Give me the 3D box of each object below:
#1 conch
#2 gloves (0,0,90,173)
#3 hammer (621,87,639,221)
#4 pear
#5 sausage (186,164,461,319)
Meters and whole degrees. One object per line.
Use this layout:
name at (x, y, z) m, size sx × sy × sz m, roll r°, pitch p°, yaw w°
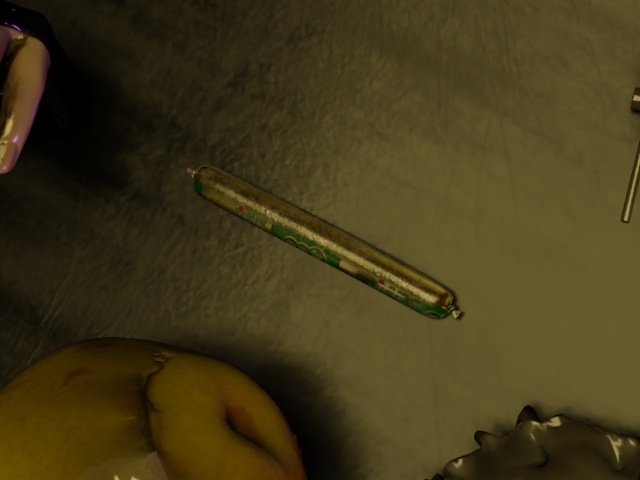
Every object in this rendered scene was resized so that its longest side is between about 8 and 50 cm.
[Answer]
conch at (0.189, 0.260, 1.076) m, size 0.186 × 0.240 × 0.313 m, roll -51°, pitch 45°, yaw 26°
gloves at (-0.316, -0.123, 1.189) m, size 0.197 × 0.301 × 0.152 m, roll -14°, pitch 103°, yaw 11°
hammer at (0.264, -0.069, 1.202) m, size 0.035 × 0.019 × 0.110 m, roll 14°, pitch 91°, yaw 12°
pear at (-0.164, 0.234, 1.142) m, size 0.285 × 0.285 × 0.336 m, roll 33°, pitch 106°, yaw 12°
sausage at (0.000, 0.000, 1.242) m, size 0.269 × 0.033 × 0.033 m, roll 28°, pitch 92°, yaw 12°
